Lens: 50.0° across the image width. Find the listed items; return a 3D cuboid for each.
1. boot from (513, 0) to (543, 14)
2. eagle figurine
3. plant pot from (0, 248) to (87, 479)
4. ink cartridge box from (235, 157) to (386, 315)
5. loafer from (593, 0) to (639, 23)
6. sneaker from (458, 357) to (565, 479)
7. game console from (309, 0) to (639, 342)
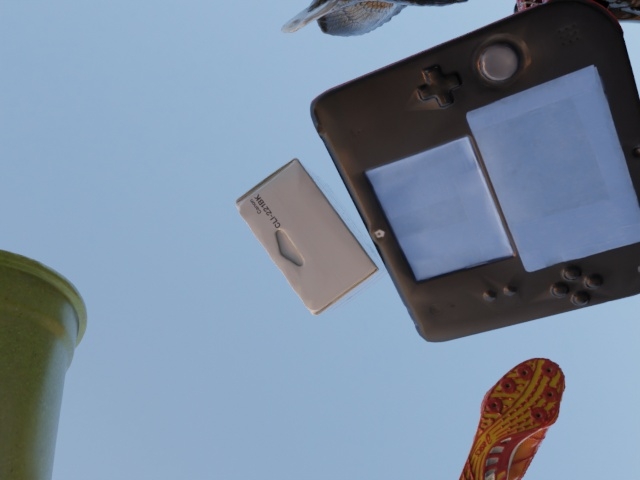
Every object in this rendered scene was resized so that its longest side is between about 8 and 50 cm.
[{"bbox_3d":[0.297,-0.257,0.897,0.176,0.088,0.244,67,-158,-10],"label":"boot"},{"bbox_3d":[0.078,-0.374,0.963,0.298,0.225,0.226,17,-142,-34],"label":"eagle figurine"},{"bbox_3d":[-0.376,0.187,0.698,0.276,0.276,0.254,-1,-131,-22],"label":"plant pot"},{"bbox_3d":[0.000,0.000,1.050,0.114,0.273,0.197,-37,-97,7],"label":"ink cartridge box"},{"bbox_3d":[0.339,-0.289,0.797,0.220,0.078,0.080,16,-149,-34],"label":"loafer"},{"bbox_3d":[0.167,0.185,0.626,0.064,0.067,0.175,29,-97,25],"label":"sneaker"},{"bbox_3d":[0.213,-0.060,0.818,0.386,0.342,0.060,62,-161,-24],"label":"game console"}]
